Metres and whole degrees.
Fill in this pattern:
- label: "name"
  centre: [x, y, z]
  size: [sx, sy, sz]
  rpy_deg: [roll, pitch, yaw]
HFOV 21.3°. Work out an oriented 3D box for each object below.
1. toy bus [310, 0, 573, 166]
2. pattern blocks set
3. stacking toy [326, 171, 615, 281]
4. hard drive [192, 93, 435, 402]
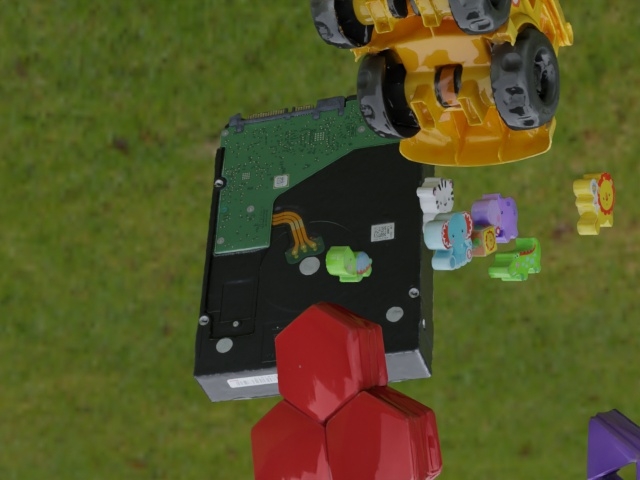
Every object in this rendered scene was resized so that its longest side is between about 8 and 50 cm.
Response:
- label: "toy bus"
  centre: [0.112, -0.199, 1.334]
  size: [0.149, 0.211, 0.220]
  rpy_deg: [-1, 138, 33]
- label: "pattern blocks set"
  centre: [0.055, 0.208, 0.596]
  size: [0.285, 0.324, 0.026]
  rpy_deg: [21, -165, 38]
- label: "stacking toy"
  centre: [0.125, -0.012, 1.397]
  size: [0.167, 0.052, 0.221]
  rpy_deg: [-1, -166, 32]
- label: "hard drive"
  centre: [0.000, 0.000, 1.762]
  size: [0.237, 0.339, 0.064]
  rpy_deg: [-9, 143, 15]
